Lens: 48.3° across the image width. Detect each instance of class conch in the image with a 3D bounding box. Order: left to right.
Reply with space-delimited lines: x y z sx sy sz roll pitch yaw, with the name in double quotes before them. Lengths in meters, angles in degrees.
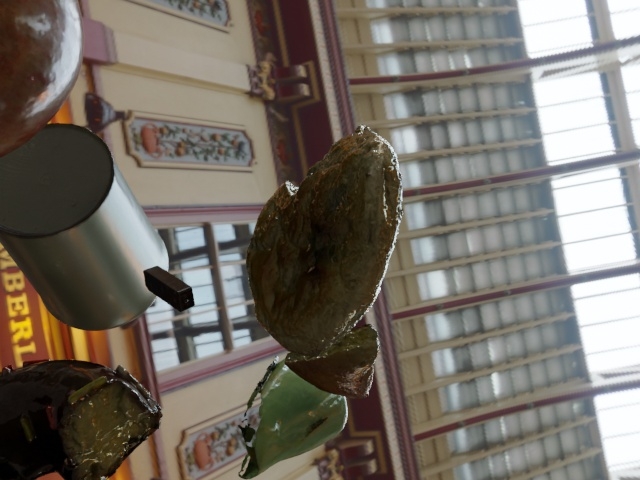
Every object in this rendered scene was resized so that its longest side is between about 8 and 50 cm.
"conch" -0.056 0.272 1.151 0.137 0.251 0.143 29 -74 35

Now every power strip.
"power strip" -0.235 0.074 1.110 0.111 0.029 0.037 25 -52 43

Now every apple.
"apple" -0.455 -0.239 0.826 0.345 0.269 0.344 0 -89 -5

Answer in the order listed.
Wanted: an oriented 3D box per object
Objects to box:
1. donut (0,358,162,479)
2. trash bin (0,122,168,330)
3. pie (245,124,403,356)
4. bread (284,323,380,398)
"donut" -0.360 0.257 0.782 0.259 0.345 0.136 7 -52 32
"trash bin" -0.471 -0.006 1.412 0.280 0.432 0.280 0 -119 1
"pie" 0.000 0.000 0.996 0.337 0.075 0.337 -33 -133 45
"bread" 0.014 0.184 1.060 0.136 0.054 0.154 4 -51 -4
